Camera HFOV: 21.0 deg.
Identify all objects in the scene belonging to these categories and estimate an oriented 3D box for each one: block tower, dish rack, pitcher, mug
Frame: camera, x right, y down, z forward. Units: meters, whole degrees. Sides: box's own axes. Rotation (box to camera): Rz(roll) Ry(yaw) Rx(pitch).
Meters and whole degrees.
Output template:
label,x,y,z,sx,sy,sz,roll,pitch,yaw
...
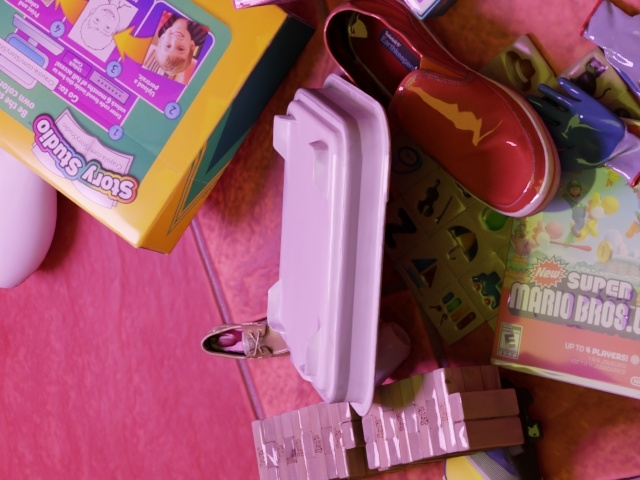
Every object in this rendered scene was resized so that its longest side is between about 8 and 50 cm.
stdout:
label,x,y,z,sx,sy,sz,roll,pitch,yaw
block tower,0.067,0.210,1.904,0.335,0.097,0.091,-20,74,45
dish rack,0.000,0.000,1.857,0.072,0.285,0.333,-1,105,-14
pitcher,-0.399,-0.062,2.132,0.178,0.125,0.207,26,102,27
mug,0.064,0.119,1.965,0.064,0.062,0.078,-41,88,20

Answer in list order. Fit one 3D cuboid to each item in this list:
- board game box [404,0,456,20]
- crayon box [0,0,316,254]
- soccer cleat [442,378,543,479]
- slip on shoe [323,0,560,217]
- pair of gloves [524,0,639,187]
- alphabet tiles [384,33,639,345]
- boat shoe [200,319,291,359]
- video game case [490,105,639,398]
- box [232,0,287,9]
label,x,y,z,sx,sy,sz,roll,pitch,yaw
board game box,0.095,-0.430,1.826,0.242,0.064,0.316,-44,80,27
crayon box,-0.243,-0.213,1.979,0.363,0.106,0.313,36,98,16
soccer cleat,0.198,0.292,1.921,0.121,0.093,0.289,-9,95,38
slip on shoe,0.120,-0.142,1.816,0.331,0.101,0.123,48,124,25
pair of gloves,0.303,-0.148,1.774,0.159,0.023,0.198,37,97,25
alphabet tiles,0.218,-0.043,1.878,0.342,0.011,0.285,-38,82,28
boat shoe,-0.079,0.120,2.044,0.135,0.045,0.050,-8,97,28
video game case,0.295,0.013,1.808,0.204,0.025,0.285,12,98,25
box,0.047,-0.347,1.749,0.300,0.142,0.154,-14,94,29
